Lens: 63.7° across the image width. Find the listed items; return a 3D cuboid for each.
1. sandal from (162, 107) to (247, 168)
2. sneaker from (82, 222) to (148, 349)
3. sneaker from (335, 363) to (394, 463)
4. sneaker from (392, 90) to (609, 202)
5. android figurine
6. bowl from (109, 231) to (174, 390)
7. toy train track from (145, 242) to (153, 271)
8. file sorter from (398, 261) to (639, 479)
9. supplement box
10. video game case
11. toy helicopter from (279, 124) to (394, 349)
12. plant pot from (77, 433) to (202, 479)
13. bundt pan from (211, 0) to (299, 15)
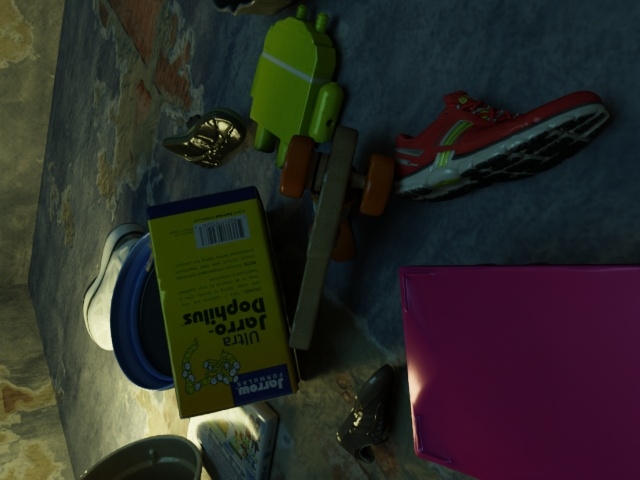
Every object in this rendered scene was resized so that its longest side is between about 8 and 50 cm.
[{"bbox_3d":[-0.247,-0.234,1.141,0.303,0.120,0.086,-10,58,49],"label":"sandal"},{"bbox_3d":[-0.570,0.198,1.509,0.257,0.169,0.447,45,124,41],"label":"sneaker"},{"bbox_3d":[0.087,0.273,0.805,0.071,0.066,0.188,37,128,23],"label":"sneaker"},{"bbox_3d":[0.184,-0.127,0.609,0.279,0.107,0.118,-15,76,50],"label":"sneaker"},{"bbox_3d":[-0.050,-0.272,0.918,0.248,0.056,0.272,40,123,42],"label":"android figurine"},{"bbox_3d":[-0.366,0.161,1.244,0.391,0.077,0.390,-9,75,35],"label":"bowl"},{"bbox_3d":[-0.401,0.036,1.242,0.048,0.014,0.083,32,105,30],"label":"toy train track"},{"bbox_3d":[0.249,0.115,0.483,0.291,0.182,0.202,-4,91,52],"label":"file sorter"},{"bbox_3d":[-0.167,0.110,0.929,0.194,0.196,0.356,96,162,-78],"label":"supplement box"},{"bbox_3d":[-0.219,0.445,1.206,0.329,0.036,0.299,29,116,47],"label":"video game case"},{"bbox_3d":[0.000,0.000,0.794,0.235,0.140,0.354,-83,5,-72],"label":"toy helicopter"},{"bbox_3d":[-0.408,0.708,1.250,0.334,0.334,0.305,13,123,50],"label":"plant pot"},{"bbox_3d":[-0.085,-0.549,0.882,0.331,0.124,0.330,7,99,51],"label":"bundt pan"}]
